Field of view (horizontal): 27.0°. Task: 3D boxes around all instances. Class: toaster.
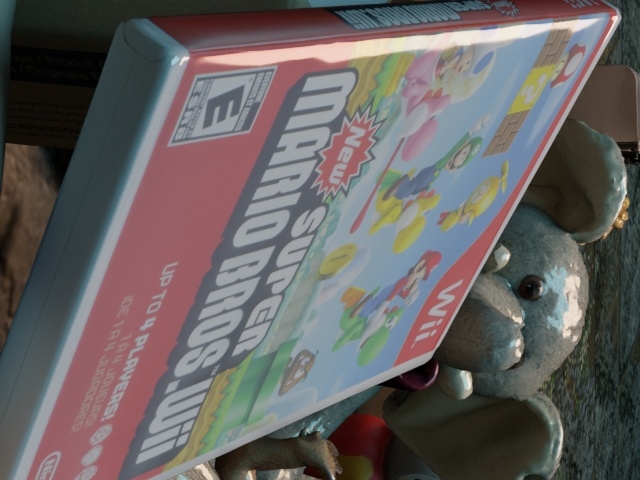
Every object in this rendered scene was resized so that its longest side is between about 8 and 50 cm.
[{"bbox_3d":[0.329,-0.148,1.625,0.168,0.186,0.110,6,87,-61],"label":"toaster"}]

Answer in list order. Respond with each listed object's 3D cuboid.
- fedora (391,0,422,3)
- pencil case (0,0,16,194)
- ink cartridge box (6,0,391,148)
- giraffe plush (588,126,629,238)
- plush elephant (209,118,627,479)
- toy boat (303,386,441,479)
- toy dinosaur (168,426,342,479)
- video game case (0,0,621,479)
[{"bbox_3d":[0.040,-0.114,0.949,0.079,0.194,0.194,-40,144,-12],"label":"fedora"},{"bbox_3d":[-0.167,0.000,0.390,0.183,0.160,0.410,16,80,-54],"label":"pencil case"},{"bbox_3d":[-0.060,-0.152,0.579,0.088,0.193,0.234,64,37,-54],"label":"ink cartridge box"},{"bbox_3d":[0.232,-0.060,1.382,0.181,0.171,0.210,-58,147,-49],"label":"giraffe plush"},{"bbox_3d":[0.043,0.037,0.804,0.330,0.255,0.271,-19,113,-67],"label":"plush elephant"},{"bbox_3d":[0.090,0.150,1.101,0.318,0.148,0.267,-14,109,-68],"label":"toy boat"},{"bbox_3d":[-0.100,0.141,0.657,0.295,0.200,0.127,61,16,-11],"label":"toy dinosaur"},{"bbox_3d":[0.000,0.000,0.516,0.285,0.025,0.204,-17,139,-51],"label":"video game case"}]
